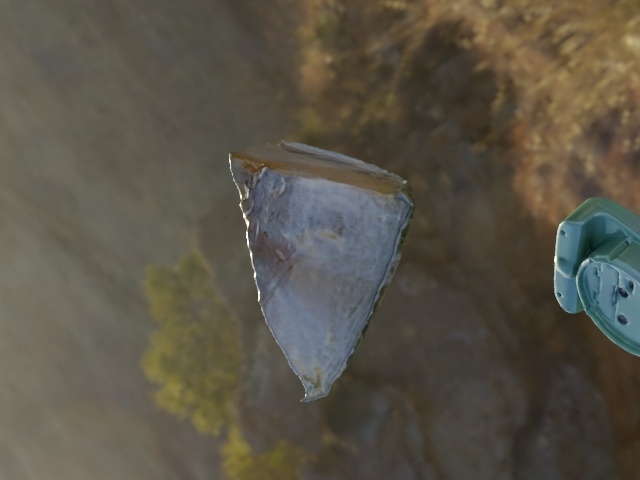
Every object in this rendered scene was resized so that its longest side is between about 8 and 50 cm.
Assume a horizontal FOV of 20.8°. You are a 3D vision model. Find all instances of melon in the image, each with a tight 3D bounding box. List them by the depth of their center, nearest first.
[{"bbox_3d":[0.005,-0.001,1.160,0.139,0.093,0.202,-25,62,34],"label":"melon"}]

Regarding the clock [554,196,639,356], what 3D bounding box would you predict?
[{"bbox_3d":[0.217,0.037,1.165,0.135,0.041,0.101,37,151,31],"label":"clock"}]
